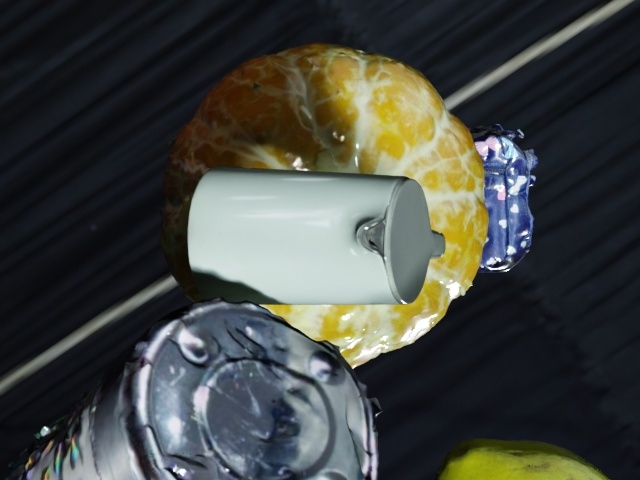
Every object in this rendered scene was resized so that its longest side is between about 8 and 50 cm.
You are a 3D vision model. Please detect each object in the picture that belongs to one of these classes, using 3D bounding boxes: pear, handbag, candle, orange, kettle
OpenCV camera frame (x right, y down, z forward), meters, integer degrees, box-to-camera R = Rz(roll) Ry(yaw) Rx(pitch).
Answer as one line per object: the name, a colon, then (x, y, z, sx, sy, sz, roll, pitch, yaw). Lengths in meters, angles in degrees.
pear: (0.113, 0.162, 0.754, 0.131, 0.107, 0.107, 39, 178, 13)
handbag: (0.114, -0.047, 1.597, 0.113, 0.260, 0.161, -22, -70, -72)
candle: (-0.115, 0.180, 0.979, 0.187, 0.330, 0.187, 20, -129, -26)
orange: (0.002, -0.034, 1.421, 0.329, 0.329, 0.249, 55, 166, -5)
kettle: (-0.002, 0.004, 0.991, 0.127, 0.148, 0.098, 63, -146, -51)
